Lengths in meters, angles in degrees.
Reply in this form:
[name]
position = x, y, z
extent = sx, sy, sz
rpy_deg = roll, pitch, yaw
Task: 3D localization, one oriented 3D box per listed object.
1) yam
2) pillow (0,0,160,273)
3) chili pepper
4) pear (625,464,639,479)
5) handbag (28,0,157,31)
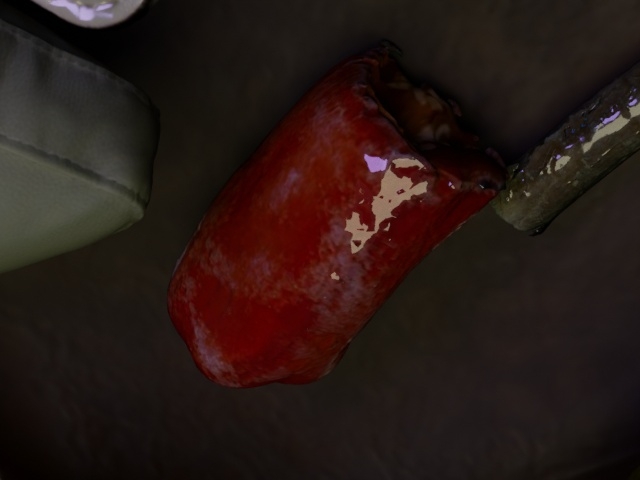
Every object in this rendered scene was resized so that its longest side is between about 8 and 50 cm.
[yam]
position = 0.106, -0.050, 0.557
extent = 0.033, 0.027, 0.129
rpy_deg = 41, 117, -13
[pillow]
position = -0.235, -0.061, 0.486
extent = 0.255, 0.120, 0.322
rpy_deg = -14, 147, 41
[chili pepper]
position = 0.000, 0.000, 0.581
extent = 0.073, 0.070, 0.123
rpy_deg = 30, 120, -16
[pear]
position = 0.159, 0.145, 0.563
extent = 0.187, 0.187, 0.219
rpy_deg = -10, 121, 16
[handbag]
position = -0.052, -0.264, 0.401
extent = 0.237, 0.160, 0.358
rpy_deg = 30, 119, 1
